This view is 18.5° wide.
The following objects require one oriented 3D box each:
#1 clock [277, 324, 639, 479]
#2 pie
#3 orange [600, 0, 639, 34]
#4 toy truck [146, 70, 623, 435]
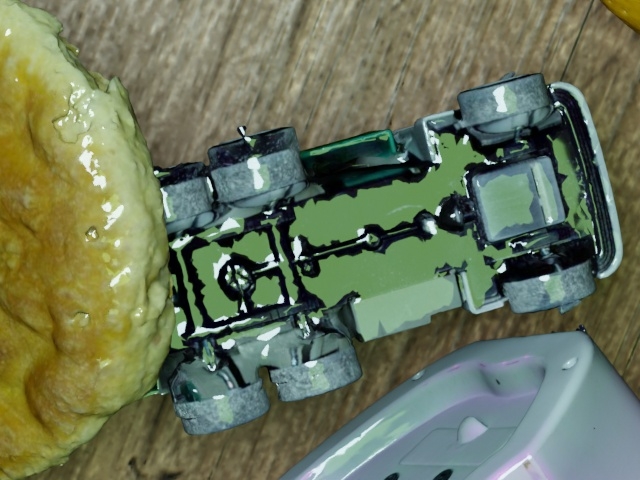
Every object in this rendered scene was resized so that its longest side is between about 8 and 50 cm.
[{"bbox_3d":[0.060,0.193,1.257,0.338,0.338,0.102,-37,100,0],"label":"clock"},{"bbox_3d":[-0.224,-0.002,1.222,0.339,0.083,0.339,8,104,36],"label":"pie"},{"bbox_3d":[0.263,-0.228,1.275,0.219,0.193,0.219,0,83,-4],"label":"orange"},{"bbox_3d":[0.003,0.000,1.283,0.364,0.178,0.176,-16,95,-5],"label":"toy truck"}]
